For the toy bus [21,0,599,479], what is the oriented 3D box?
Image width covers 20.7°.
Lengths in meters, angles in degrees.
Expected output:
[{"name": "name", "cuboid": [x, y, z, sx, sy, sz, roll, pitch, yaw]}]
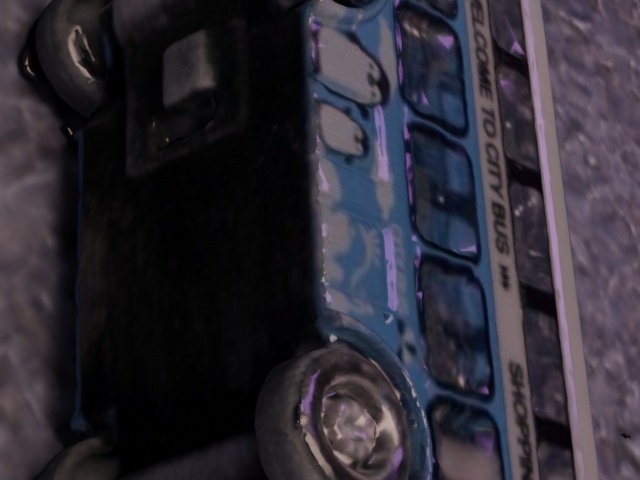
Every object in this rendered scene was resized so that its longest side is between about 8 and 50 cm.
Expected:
[{"name": "toy bus", "cuboid": [0.000, 0.000, 0.479, 0.131, 0.106, 0.297, 22, 55, -43]}]
